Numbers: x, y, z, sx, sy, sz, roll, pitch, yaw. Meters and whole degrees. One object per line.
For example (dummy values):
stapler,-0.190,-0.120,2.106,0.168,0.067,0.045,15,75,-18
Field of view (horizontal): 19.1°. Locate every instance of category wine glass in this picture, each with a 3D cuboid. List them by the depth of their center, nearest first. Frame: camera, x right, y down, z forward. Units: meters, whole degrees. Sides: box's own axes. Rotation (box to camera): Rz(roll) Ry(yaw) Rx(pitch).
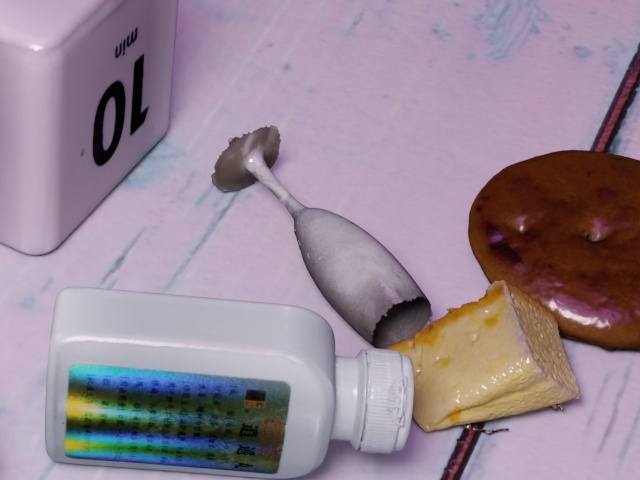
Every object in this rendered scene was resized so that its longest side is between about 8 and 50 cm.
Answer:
wine glass,0.000,0.000,1.366,0.066,0.066,0.198,-21,52,-29

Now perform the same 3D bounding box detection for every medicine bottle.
medicine bottle,-0.057,0.094,1.206,0.228,0.121,0.083,6,42,-4

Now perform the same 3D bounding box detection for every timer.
timer,-0.227,-0.140,1.378,0.194,0.195,0.192,23,44,16

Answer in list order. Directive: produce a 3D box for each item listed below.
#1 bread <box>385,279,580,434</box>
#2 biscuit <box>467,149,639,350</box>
bread,0.111,0.094,1.306,0.109,0.080,0.084,-32,51,16
biscuit,0.214,0.000,1.417,0.212,0.036,0.212,5,42,-4
